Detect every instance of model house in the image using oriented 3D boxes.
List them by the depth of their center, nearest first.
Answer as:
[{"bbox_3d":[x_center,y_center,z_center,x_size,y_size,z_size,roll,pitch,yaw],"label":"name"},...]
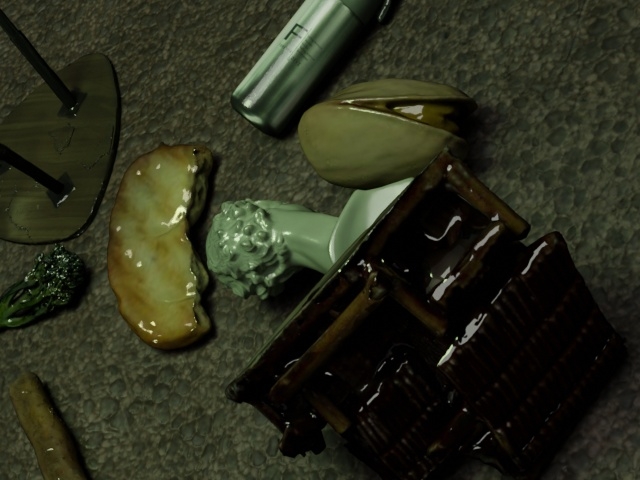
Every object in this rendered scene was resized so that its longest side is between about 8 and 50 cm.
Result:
[{"bbox_3d":[0.111,0.125,1.298,0.282,0.297,0.317,41,85,0],"label":"model house"}]

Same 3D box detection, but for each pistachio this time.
[{"bbox_3d":[0.075,-0.126,1.547,0.206,0.131,0.129,-6,69,29],"label":"pistachio"}]

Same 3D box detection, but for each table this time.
[{"bbox_3d":[-0.454,-0.190,1.889,0.317,0.249,0.317,-18,55,27],"label":"table"}]

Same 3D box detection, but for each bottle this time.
[{"bbox_3d":[-0.005,-0.244,1.714,0.096,0.079,0.253,38,89,6],"label":"bottle"}]

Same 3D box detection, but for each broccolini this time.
[{"bbox_3d":[-0.399,0.079,1.816,0.203,0.068,0.091,-34,68,17],"label":"broccolini"}]

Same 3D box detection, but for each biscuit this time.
[{"bbox_3d":[-0.203,0.009,1.727,0.154,0.045,0.299,-19,55,25],"label":"biscuit"}]

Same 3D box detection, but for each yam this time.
[{"bbox_3d":[-0.326,0.252,1.670,0.057,0.057,0.241,-44,45,6],"label":"yam"}]

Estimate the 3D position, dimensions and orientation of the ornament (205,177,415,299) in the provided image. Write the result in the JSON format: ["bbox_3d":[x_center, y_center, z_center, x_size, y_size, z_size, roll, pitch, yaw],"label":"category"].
[{"bbox_3d":[-0.003,0.001,1.528,0.285,0.130,0.120,-8,73,33],"label":"ornament"}]
